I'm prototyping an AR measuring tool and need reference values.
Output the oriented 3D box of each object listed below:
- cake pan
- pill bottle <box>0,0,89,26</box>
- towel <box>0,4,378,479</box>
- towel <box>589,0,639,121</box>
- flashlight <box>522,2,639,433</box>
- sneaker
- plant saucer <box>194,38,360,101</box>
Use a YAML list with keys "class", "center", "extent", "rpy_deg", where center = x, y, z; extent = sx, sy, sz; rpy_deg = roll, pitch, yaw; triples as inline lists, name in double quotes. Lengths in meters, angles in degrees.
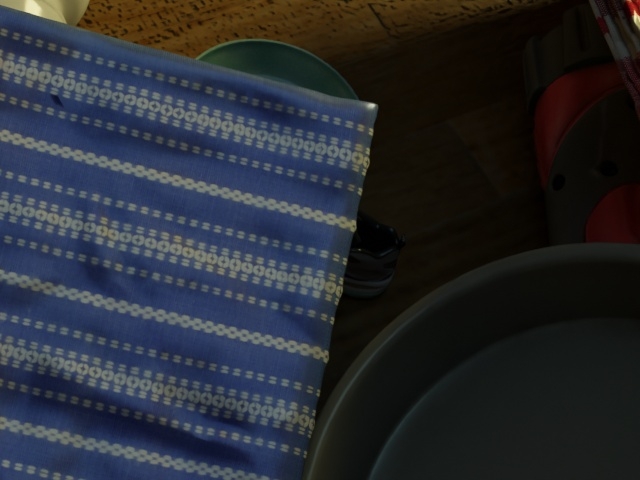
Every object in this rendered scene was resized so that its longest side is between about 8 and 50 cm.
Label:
- class: "cake pan"
  center: [0.131, 0.139, 0.955]
  extent: [0.293, 0.054, 0.293]
  rpy_deg: [-9, 57, 15]
- class: "pill bottle"
  center: [-0.194, -0.183, 1.100]
  extent: [0.121, 0.121, 0.216]
  rpy_deg: [3, 57, -15]
- class: "towel"
  center: [-0.116, 0.055, 0.958]
  extent: [0.243, 0.040, 0.336]
  rpy_deg: [14, 74, -9]
- class: "towel"
  center: [0.226, -0.135, 1.138]
  extent: [0.237, 0.037, 0.329]
  rpy_deg: [30, 33, -39]
- class: "flashlight"
  center: [0.182, 0.007, 1.104]
  extent: [0.103, 0.103, 0.304]
  rpy_deg: [3, 56, -11]
- class: "sneaker"
  center: [0.000, 0.000, 1.072]
  extent: [0.098, 0.069, 0.038]
  rpy_deg: [2, 57, -16]
- class: "plant saucer"
  center: [-0.032, -0.067, 1.135]
  extent: [0.119, 0.021, 0.119]
  rpy_deg: [8, 57, -12]
